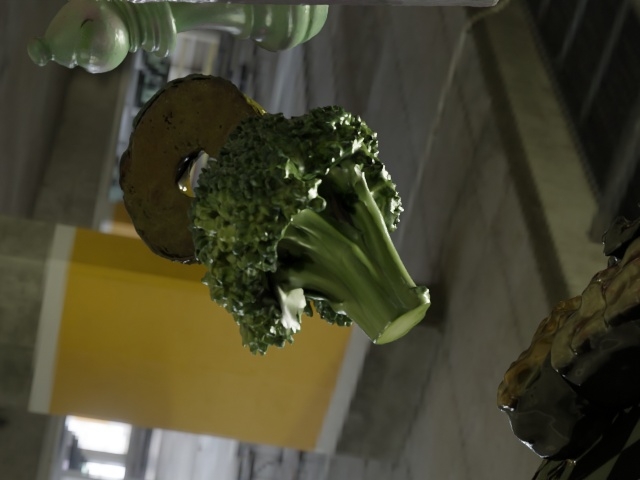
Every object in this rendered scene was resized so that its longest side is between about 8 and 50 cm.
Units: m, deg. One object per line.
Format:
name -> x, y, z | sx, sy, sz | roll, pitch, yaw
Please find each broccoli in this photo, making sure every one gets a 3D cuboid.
broccoli -> -0.015, -0.003, 1.303 | 0.235, 0.288, 0.260 | -21, -96, 42

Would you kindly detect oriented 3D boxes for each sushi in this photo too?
sushi -> 0.124, 0.012, 0.458 | 0.192, 0.050, 0.215 | -48, 175, -36

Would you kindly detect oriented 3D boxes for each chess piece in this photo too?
chess piece -> -0.138, -0.209, 1.134 | 0.139, 0.271, 0.139 | 47, -30, 38

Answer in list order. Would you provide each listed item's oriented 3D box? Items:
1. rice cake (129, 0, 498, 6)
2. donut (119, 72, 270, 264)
rice cake -> -0.023, -0.204, 0.899 | 0.073, 0.365, 0.056 | 103, -14, -70
donut -> -0.159, -0.099, 1.768 | 0.107, 0.272, 0.272 | 3, 99, -57
